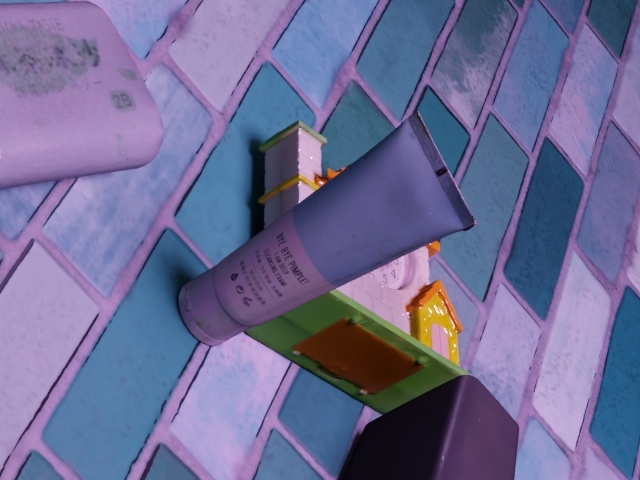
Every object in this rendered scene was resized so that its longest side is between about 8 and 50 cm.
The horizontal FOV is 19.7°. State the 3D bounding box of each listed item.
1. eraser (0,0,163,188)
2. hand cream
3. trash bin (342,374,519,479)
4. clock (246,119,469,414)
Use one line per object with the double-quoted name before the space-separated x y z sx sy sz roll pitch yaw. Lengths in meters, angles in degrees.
"eraser" -0.259 -0.134 1.641 0.227 0.081 0.174 -14 76 -55
"hand cream" 0.000 0.000 1.670 0.070 0.312 0.111 -16 79 -57
"trash bin" 0.095 0.250 1.744 0.115 0.165 0.225 46 33 -19
"clock" 0.037 0.017 1.895 0.219 0.106 0.255 33 41 -35
